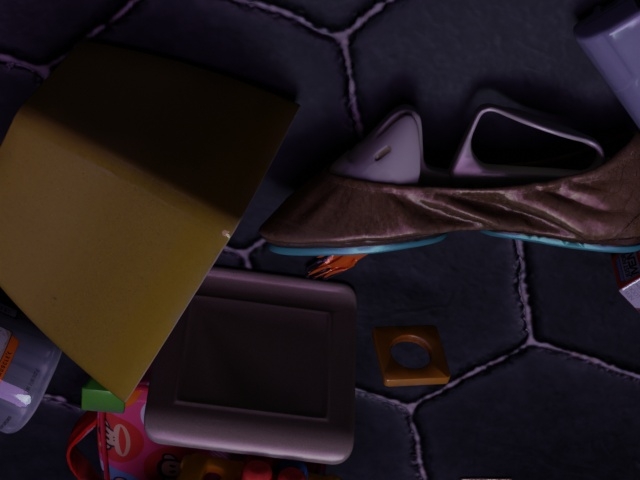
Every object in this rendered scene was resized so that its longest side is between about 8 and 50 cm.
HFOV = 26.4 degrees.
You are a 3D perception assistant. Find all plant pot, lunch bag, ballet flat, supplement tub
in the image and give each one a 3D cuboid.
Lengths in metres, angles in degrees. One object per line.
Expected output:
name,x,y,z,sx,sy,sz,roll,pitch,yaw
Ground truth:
plant pot,-0.165,-0.039,1.118,0.187,0.212,0.212,31,124,-6
lunch bag,-0.122,0.221,1.361,0.258,0.120,0.293,5,128,-1
ballet flat,0.118,-0.054,1.157,0.342,0.116,0.124,0,108,3
supplement tub,-0.347,0.094,1.270,0.190,0.117,0.117,26,124,-18

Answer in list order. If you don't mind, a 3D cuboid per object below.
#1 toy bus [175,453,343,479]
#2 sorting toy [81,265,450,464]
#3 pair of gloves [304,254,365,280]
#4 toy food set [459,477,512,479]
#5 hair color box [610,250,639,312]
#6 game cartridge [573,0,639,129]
toy bus,-0.083,0.263,1.225,0.220,0.149,0.211,9,129,2
sorting toy,-0.058,0.115,1.232,0.348,0.196,0.047,7,136,-4
pair of gloves,0.000,0.000,1.255,0.074,0.010,0.083,-29,119,24
toy food set,0.177,0.306,1.482,0.078,0.019,0.122,0,128,2
hair color box,0.360,0.016,1.230,0.167,0.053,0.093,-33,121,26
game cartridge,0.377,-0.172,1.085,0.294,0.060,0.196,-30,125,23
